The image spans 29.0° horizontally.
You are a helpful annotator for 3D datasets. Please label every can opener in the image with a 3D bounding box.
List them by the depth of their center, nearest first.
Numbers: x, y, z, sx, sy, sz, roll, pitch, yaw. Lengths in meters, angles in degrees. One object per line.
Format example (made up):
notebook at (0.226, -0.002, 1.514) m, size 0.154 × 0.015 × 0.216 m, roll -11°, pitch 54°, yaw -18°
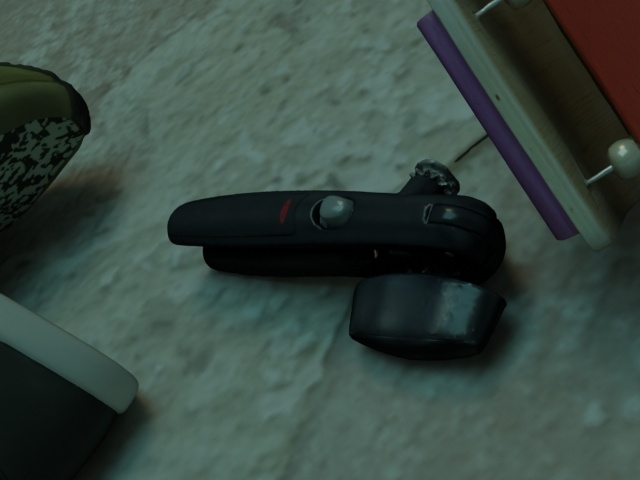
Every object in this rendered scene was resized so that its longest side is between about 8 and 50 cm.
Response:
can opener at (0.000, 0.000, 0.528) m, size 0.186 × 0.059 × 0.073 m, roll 9°, pitch 60°, yaw 42°

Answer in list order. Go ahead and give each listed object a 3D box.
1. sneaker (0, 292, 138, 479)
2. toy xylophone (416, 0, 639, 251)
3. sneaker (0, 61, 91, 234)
sneaker at (-0.239, 0.056, 0.518) m, size 0.147 × 0.295 × 0.104 m, roll -64°, pitch 8°, yaw -17°
toy xylophone at (0.171, -0.147, 0.435) m, size 0.322 × 0.236 × 0.081 m, roll -41°, pitch 0°, yaw 8°
sneaker at (-0.258, 0.081, 0.630) m, size 0.410 × 0.158 × 0.182 m, roll -42°, pitch 71°, yaw -6°
